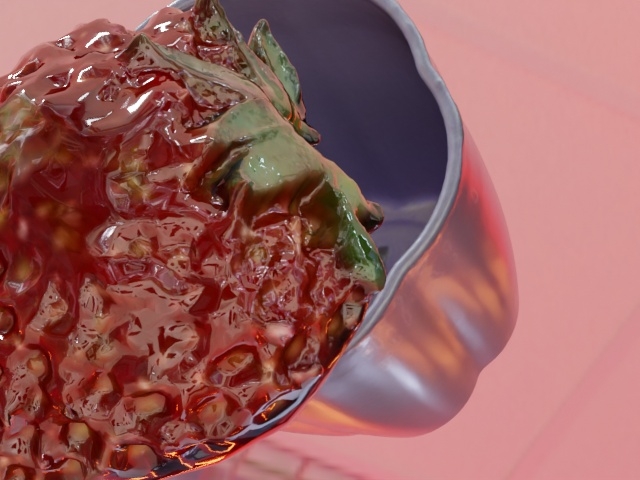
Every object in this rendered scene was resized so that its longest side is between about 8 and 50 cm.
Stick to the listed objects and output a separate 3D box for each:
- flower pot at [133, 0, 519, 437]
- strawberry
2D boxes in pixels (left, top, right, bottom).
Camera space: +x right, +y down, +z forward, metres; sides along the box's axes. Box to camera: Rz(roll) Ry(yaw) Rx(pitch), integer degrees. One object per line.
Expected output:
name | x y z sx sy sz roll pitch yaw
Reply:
flower pot | 0.000 0.000 1.151 0.265 0.265 0.243 -17 -26 18
strawberry | -0.133 0.019 0.811 0.306 0.233 0.137 -31 -41 5
